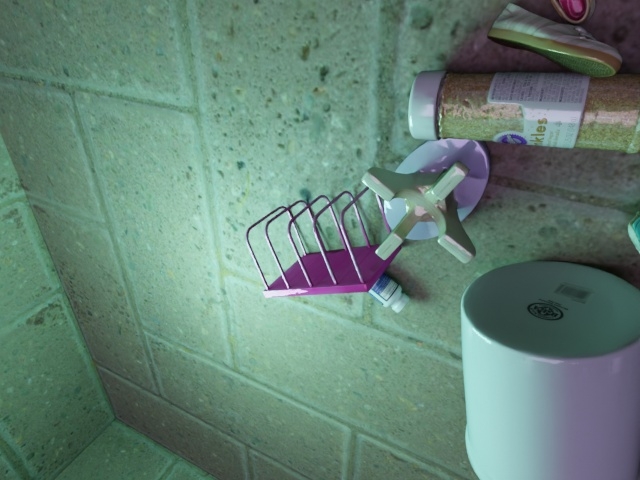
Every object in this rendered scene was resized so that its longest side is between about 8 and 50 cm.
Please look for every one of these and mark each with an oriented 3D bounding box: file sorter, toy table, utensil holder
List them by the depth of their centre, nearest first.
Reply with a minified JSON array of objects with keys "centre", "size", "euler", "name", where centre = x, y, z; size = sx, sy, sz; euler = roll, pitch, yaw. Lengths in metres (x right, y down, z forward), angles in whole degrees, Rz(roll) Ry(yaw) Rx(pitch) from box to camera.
[{"centre":[0.440,0.279,0.843],"size":[0.327,0.327,0.386],"euler":[2,119,31],"name":"utensil holder"},{"centre":[0.211,-0.075,0.862],"size":[0.252,0.161,0.274],"euler":[31,130,11],"name":"toy table"},{"centre":[0.000,0.000,1.018],"size":[0.290,0.202,0.182],"euler":[-8,111,35],"name":"file sorter"}]

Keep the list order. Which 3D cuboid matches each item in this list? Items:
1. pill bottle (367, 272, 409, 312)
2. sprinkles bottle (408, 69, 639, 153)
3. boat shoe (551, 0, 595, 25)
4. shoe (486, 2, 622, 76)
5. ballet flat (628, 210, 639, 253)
[{"centre":[0.160,0.123,1.085],"size":[0.120,0.067,0.067],"euler":[39,132,4],"name":"pill bottle"},{"centre":[0.332,-0.218,0.719],"size":[0.355,0.121,0.121],"euler":[11,124,26],"name":"sprinkles bottle"},{"centre":[0.354,-0.395,0.629],"size":[0.063,0.059,0.170],"euler":[-22,107,39],"name":"boat shoe"},{"centre":[0.345,-0.303,0.644],"size":[0.219,0.076,0.058],"euler":[47,116,41],"name":"shoe"},{"centre":[0.701,0.015,0.640],"size":[0.408,0.147,0.147],"euler":[0,119,32],"name":"ballet flat"}]
